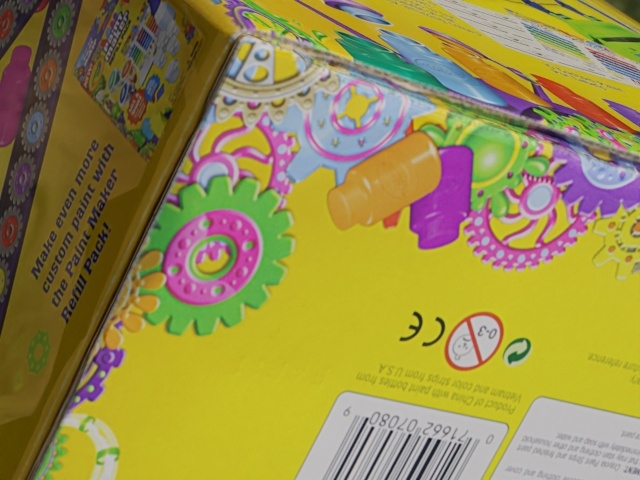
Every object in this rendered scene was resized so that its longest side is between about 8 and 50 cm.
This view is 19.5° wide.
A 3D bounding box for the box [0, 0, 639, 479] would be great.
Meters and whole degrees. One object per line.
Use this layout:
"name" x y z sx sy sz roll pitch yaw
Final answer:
"box" 0.000 0.000 0.538 0.177 0.290 0.279 -63 -143 16
